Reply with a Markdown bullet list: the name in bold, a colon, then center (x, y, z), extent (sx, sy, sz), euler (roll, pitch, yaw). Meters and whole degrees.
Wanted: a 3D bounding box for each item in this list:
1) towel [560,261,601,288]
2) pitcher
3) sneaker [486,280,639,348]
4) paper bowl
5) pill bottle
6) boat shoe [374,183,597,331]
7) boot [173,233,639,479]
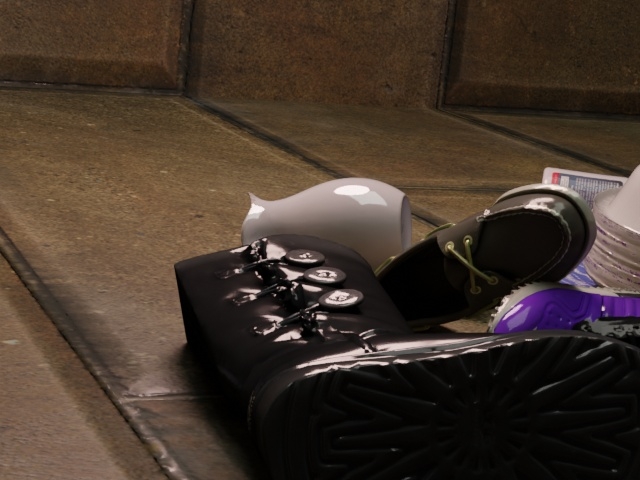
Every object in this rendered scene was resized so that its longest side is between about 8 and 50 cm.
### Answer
- **towel**: center (0.303, 0.039, 1.910), extent (0.336, 0.040, 0.243), euler (1, 13, -21)
- **pitcher**: center (0.000, 0.000, 1.798), extent (0.207, 0.125, 0.177), euler (-2, 31, 13)
- **sneaker**: center (0.296, 0.104, 1.464), extent (0.293, 0.102, 0.146), euler (-4, 17, -39)
- **paper bowl**: center (0.473, -0.012, 1.802), extent (0.284, 0.148, 0.284), euler (5, 18, -2)
- **pill bottle**: center (0.414, -0.045, 2.180), extent (0.180, 0.108, 0.108), euler (8, 13, 9)
- **boat shoe**: center (0.160, 0.028, 1.543), extent (0.091, 0.109, 0.305), euler (-27, 0, -40)
- **boot**: center (0.075, 0.103, 1.324), extent (0.367, 0.146, 0.445), euler (5, 8, -15)
